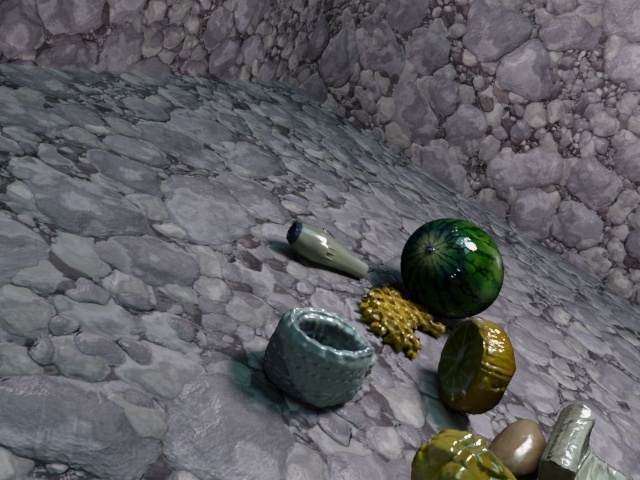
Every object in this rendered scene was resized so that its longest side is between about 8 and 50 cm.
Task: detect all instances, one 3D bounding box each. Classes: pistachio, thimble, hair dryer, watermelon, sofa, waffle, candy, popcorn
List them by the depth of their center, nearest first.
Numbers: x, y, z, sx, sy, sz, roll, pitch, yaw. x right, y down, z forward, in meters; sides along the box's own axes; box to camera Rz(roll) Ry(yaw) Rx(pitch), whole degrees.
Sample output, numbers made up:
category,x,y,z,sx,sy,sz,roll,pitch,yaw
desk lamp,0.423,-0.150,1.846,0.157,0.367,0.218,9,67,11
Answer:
category,x,y,z,sx,sy,sz,roll,pitch,yaw
popcorn,0.294,0.515,1.194,0.286,0.215,0.252,46,22,26
sofa,0.613,0.533,1.411,0.175,0.226,0.210,15,38,33
thimble,0.003,0.264,1.416,0.250,0.172,0.205,23,22,-9
pistachio,0.484,0.523,1.501,0.135,0.136,0.226,37,34,18
candy,0.408,0.332,1.628,0.117,0.260,0.260,20,25,-12
waffle,0.245,0.232,1.879,0.259,0.069,0.293,38,24,17
watermelon,0.436,0.094,2.032,0.363,0.363,0.363,24,24,-11
hair dryer,0.030,0.024,2.046,0.295,0.119,0.298,34,11,-3
